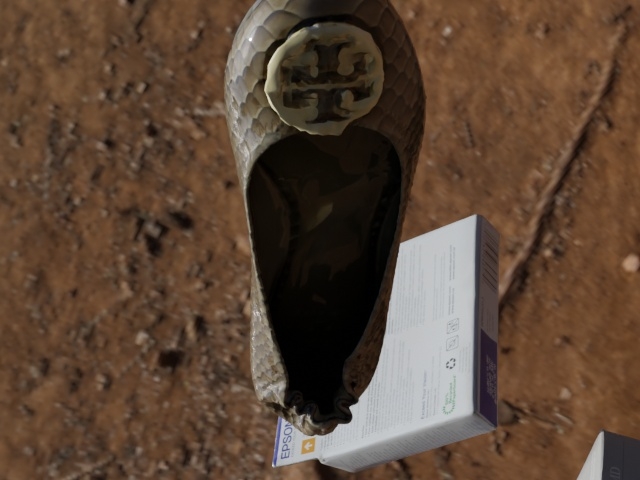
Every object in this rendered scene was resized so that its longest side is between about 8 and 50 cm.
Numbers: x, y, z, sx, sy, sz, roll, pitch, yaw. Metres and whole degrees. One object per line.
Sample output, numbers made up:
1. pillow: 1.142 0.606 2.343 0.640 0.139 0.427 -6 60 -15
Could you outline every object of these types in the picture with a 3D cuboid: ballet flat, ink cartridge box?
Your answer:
1. ballet flat: 0.000 0.000 0.582 0.084 0.250 0.058 0 44 -6
2. ink cartridge box: 0.065 0.104 1.287 0.224 0.045 0.223 -20 46 32

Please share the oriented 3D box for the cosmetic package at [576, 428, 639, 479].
1. cosmetic package: 0.335 0.264 1.173 0.127 0.238 0.107 -75 2 -50
